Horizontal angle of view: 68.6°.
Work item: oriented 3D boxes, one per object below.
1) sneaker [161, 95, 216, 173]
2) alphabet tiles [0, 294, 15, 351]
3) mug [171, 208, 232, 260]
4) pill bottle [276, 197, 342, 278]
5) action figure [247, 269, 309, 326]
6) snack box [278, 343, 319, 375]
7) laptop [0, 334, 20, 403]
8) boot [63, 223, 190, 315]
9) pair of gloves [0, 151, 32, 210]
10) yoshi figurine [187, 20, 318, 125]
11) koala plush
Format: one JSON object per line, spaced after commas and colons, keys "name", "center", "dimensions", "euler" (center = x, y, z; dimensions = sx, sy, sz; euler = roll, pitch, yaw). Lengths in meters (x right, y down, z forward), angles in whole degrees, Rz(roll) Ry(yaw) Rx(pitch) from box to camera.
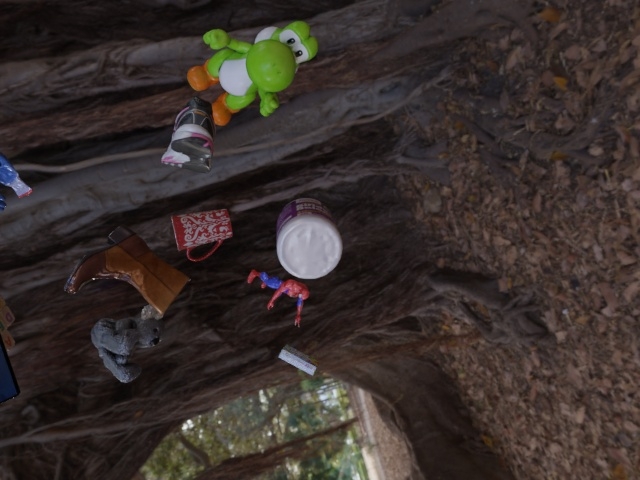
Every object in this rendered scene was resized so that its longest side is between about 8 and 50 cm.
{"name": "sneaker", "center": [-0.177, -0.147, 0.667], "dimensions": [0.178, 0.071, 0.077], "euler": [-8, 70, 63]}
{"name": "alphabet tiles", "center": [-1.153, 0.295, 1.611], "dimensions": [0.284, 0.021, 0.278], "euler": [-106, 3, -64]}
{"name": "mug", "center": [-0.367, -0.027, 1.470], "dimensions": [0.150, 0.169, 0.113], "euler": [94, 157, -47]}
{"name": "pill bottle", "center": [-0.038, -0.024, 1.301], "dimensions": [0.301, 0.169, 0.170], "euler": [-107, 3, -71]}
{"name": "action figure", "center": [-0.133, 0.176, 1.459], "dimensions": [0.280, 0.091, 0.139], "euler": [4, 75, 51]}
{"name": "snack box", "center": [-0.077, 0.435, 1.715], "dimensions": [0.037, 0.141, 0.100], "euler": [-63, -6, -1]}
{"name": "laptop", "center": [-0.980, 0.380, 1.343], "dimensions": [0.264, 0.136, 0.235], "euler": [-17, 93, 60]}
{"name": "boot", "center": [-0.584, 0.131, 1.429], "dimensions": [0.280, 0.264, 0.096], "euler": [43, 147, -6]}
{"name": "pair of gloves", "center": [-0.831, -0.149, 1.171], "dimensions": [0.159, 0.198, 0.023], "euler": [55, -154, -31]}
{"name": "yoshi figurine", "center": [-0.173, -0.395, 1.108], "dimensions": [0.203, 0.361, 0.203], "euler": [11, -107, -47]}
{"name": "koala plush", "center": [-0.619, 0.314, 1.570], "dimensions": [0.203, 0.221, 0.197], "euler": [27, 124, 28]}
